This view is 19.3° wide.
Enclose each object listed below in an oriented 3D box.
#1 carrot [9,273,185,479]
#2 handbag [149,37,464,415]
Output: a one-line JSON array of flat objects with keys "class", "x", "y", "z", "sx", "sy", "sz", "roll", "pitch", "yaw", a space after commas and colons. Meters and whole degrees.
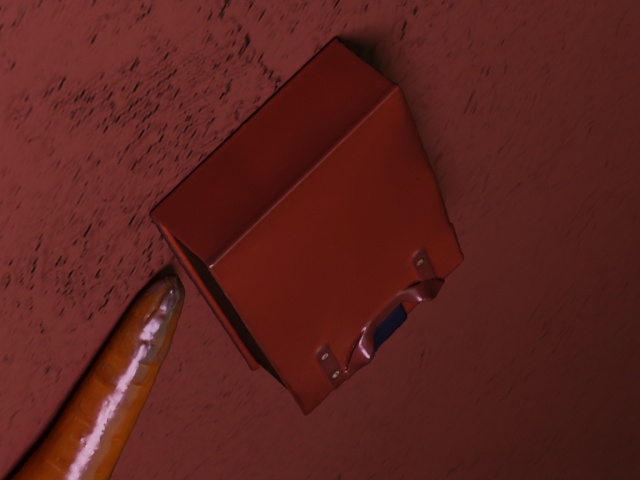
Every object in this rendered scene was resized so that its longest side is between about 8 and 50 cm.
[{"class": "carrot", "x": -0.134, "y": 0.125, "z": 0.924, "sx": 0.256, "sy": 0.061, "sz": 0.061, "roll": -60, "pitch": 154, "yaw": 4}, {"class": "handbag", "x": 0.000, "y": 0.000, "z": 0.947, "sx": 0.127, "sy": 0.063, "sz": 0.190, "roll": -45, "pitch": 150, "yaw": -9}]
